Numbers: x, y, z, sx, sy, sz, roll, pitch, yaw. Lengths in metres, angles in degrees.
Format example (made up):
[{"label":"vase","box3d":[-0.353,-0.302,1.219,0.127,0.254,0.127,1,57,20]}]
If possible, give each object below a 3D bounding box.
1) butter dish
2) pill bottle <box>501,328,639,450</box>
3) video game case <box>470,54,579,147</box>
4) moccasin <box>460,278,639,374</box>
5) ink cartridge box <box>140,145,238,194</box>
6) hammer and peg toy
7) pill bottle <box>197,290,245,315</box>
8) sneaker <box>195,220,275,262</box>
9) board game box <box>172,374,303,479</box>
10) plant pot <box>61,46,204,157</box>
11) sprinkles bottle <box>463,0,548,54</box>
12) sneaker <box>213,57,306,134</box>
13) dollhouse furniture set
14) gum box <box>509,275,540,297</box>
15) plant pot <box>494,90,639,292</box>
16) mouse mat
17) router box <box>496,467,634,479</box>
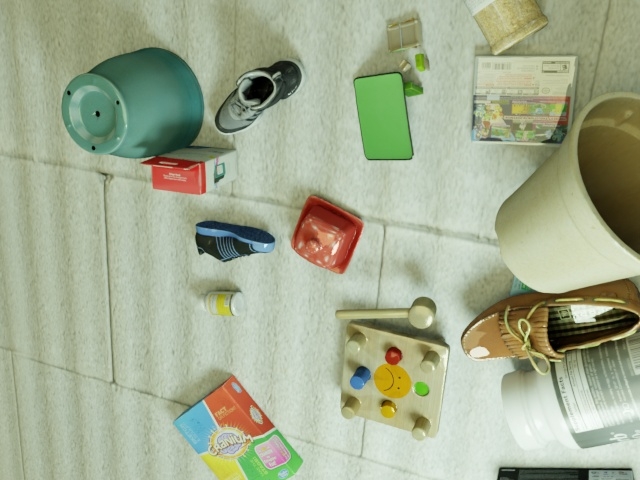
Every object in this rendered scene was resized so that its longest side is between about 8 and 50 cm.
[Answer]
[{"label":"butter dish","box3d":[0.000,0.000,1.584,0.159,0.118,0.160,27,115,11]},{"label":"pill bottle","box3d":[0.583,0.318,1.401,0.362,0.210,0.210,-22,98,27]},{"label":"video game case","box3d":[0.415,-0.286,1.373,0.201,0.023,0.184,6,109,19]},{"label":"moccasin","box3d":[0.474,0.187,1.391,0.380,0.147,0.139,-13,105,26]},{"label":"ink cartridge box","box3d":[-0.308,-0.166,1.589,0.134,0.231,0.078,8,110,20]},{"label":"hammer and peg toy","box3d":[0.173,0.283,1.604,0.265,0.127,0.361,11,111,21]},{"label":"pill bottle","box3d":[-0.265,0.166,1.778,0.116,0.065,0.065,1,108,23]},{"label":"sneaker","box3d":[-0.217,0.013,1.703,0.232,0.081,0.091,13,115,25]},{"label":"board game box","box3d":[-0.238,0.573,1.903,0.242,0.064,0.316,-40,90,28]},{"label":"plant pot","box3d":[-0.458,-0.312,1.589,0.271,0.255,0.272,7,110,20]},{"label":"sprinkles bottle","box3d":[0.298,-0.538,1.279,0.121,0.121,0.355,-29,95,27]},{"label":"sneaker","box3d":[-0.167,-0.322,1.523,0.268,0.153,0.101,-29,94,27]},{"label":"dollhouse furniture set","box3d":[0.191,-0.390,1.429,0.076,0.058,0.152,-6,86,31]},{"label":"gum box","box3d":[0.516,0.076,1.441,0.184,0.041,0.157,14,112,16]},{"label":"plant pot","box3d":[0.495,-0.046,1.224,0.334,0.334,0.305,47,150,2]},{"label":"mouse mat","box3d":[0.136,-0.268,1.463,0.152,0.007,0.190,8,112,49]},{"label":"router box","box3d":[0.593,0.666,1.585,0.308,0.081,0.243,-8,104,24]}]
